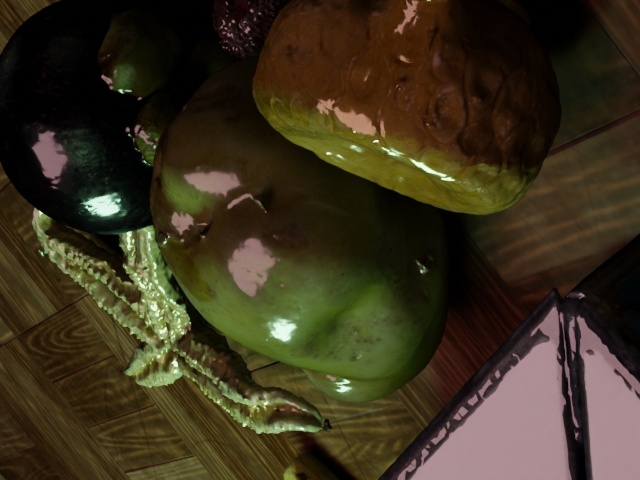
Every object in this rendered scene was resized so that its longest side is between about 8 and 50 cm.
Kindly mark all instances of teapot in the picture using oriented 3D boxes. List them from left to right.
[{"bbox_3d":[0.069,-0.122,1.309,0.203,0.167,0.311,22,174,5],"label":"teapot"}]

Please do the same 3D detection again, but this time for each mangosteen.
[{"bbox_3d":[-0.174,-0.109,1.697,0.243,0.243,0.243,40,155,23],"label":"mangosteen"}]

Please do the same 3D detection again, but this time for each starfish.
[{"bbox_3d":[-0.171,0.061,2.082,0.324,0.082,0.432,61,160,-16],"label":"starfish"}]

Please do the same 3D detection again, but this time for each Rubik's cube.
[{"bbox_3d":[0.218,0.148,1.211,0.260,0.259,0.255,49,127,11],"label":"Rubik's cube"}]

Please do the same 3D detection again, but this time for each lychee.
[{"bbox_3d":[-0.050,-0.177,1.527,0.067,0.068,0.083,3,148,36],"label":"lychee"}]

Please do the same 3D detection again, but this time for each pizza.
[{"bbox_3d":[0.016,0.317,2.168,0.182,0.062,0.161,50,162,-4],"label":"pizza"}]

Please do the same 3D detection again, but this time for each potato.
[{"bbox_3d":[-0.002,0.003,1.543,0.351,0.202,0.218,45,-163,-50],"label":"potato"}]
